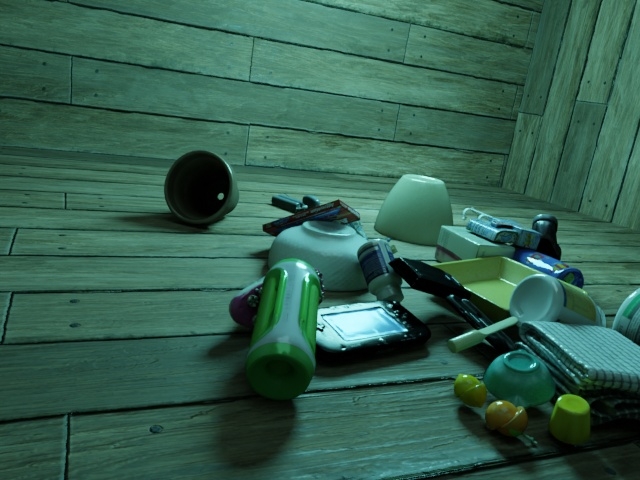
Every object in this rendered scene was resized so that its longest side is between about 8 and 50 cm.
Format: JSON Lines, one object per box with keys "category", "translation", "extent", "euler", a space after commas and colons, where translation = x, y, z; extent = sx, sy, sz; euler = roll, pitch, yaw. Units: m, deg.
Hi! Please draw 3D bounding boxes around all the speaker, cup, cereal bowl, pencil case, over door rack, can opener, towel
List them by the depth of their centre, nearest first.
{"category": "speaker", "translation": [-0.065, 0.157, 1.071], "extent": [0.131, 0.131, 0.297], "euler": [8, 31, -2]}
{"category": "towel", "translation": [0.563, 0.269, 1.145], "extent": [0.234, 0.122, 0.284], "euler": [8, 14, -10]}
{"category": "cereal bowl", "translation": [0.016, 0.027, 1.674], "extent": [0.338, 0.141, 0.339], "euler": [8, 14, -2]}
{"category": "pencil case", "translation": [0.704, 0.107, 1.800], "extent": [0.119, 0.133, 0.306], "euler": [-28, 23, -8]}
{"category": "cup", "translation": [0.403, -0.139, 2.310], "extent": [0.330, 0.237, 0.331], "euler": [8, 15, -2]}
{"category": "over door rack", "translation": [0.792, -0.030, 2.412], "extent": [0.324, 0.108, 0.239], "euler": [17, 10, -26]}
{"category": "can opener", "translation": [-0.095, -0.163, 2.415], "extent": [0.280, 0.093, 0.074], "euler": [15, 17, 40]}

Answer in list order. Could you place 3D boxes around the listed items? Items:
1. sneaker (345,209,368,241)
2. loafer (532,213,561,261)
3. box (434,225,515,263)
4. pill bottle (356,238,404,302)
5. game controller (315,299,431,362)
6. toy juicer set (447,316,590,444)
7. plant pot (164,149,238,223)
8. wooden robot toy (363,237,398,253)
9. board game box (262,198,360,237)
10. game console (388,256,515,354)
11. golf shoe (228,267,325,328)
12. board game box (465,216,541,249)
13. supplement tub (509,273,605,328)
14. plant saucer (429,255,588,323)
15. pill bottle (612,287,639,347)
{"category": "sneaker", "translation": [0.109, -0.049, 1.956], "extent": [0.110, 0.122, 0.283], "euler": [12, -3, 23]}
{"category": "loafer", "translation": [0.779, 0.033, 1.956], "extent": [0.108, 0.303, 0.095], "euler": [1, 54, 25]}
{"category": "box", "translation": [0.518, 0.044, 1.911], "extent": [0.148, 0.127, 0.232], "euler": [5, 16, -22]}
{"category": "pill bottle", "translation": [0.163, 0.089, 1.496], "extent": [0.094, 0.094, 0.170], "euler": [1, 53, -26]}
{"category": "game controller", "translation": [0.094, 0.195, 1.245], "extent": [0.318, 0.067, 0.166], "euler": [-3, 19, -35]}
{"category": "toy juicer set", "translation": [0.349, 0.272, 1.088], "extent": [0.209, 0.090, 0.329], "euler": [-6, 25, -5]}
{"category": "plant pot", "translation": [-0.404, -0.176, 2.060], "extent": [0.262, 0.263, 0.229], "euler": [12, -4, 13]}
{"category": "wooden robot toy", "translation": [0.171, 0.039, 1.905], "extent": [0.173, 0.076, 0.079], "euler": [2, -19, -24]}
{"category": "board game box", "translation": [-0.029, -0.058, 1.787], "extent": [0.281, 0.027, 0.145], "euler": [-17, -22, 26]}
{"category": "game console", "translation": [0.330, 0.155, 1.378], "extent": [0.213, 0.044, 0.361], "euler": [18, 20, -37]}
{"category": "golf shoe", "translation": [-0.119, 0.136, 1.306], "extent": [0.140, 0.116, 0.306], "euler": [0, 6, 35]}
{"category": "board game box", "translation": [0.630, -0.029, 1.894], "extent": [0.194, 0.060, 0.194], "euler": [6, 14, -28]}
{"category": "supplement tub", "translation": [0.574, 0.176, 1.356], "extent": [0.199, 0.145, 0.144], "euler": [24, 7, -26]}
{"category": "plant saucer", "translation": [0.519, 0.145, 1.604], "extent": [0.332, 0.081, 0.332], "euler": [-5, 19, -29]}
{"category": "pill bottle", "translation": [0.838, 0.246, 1.203], "extent": [0.204, 0.205, 0.361], "euler": [3, 16, -19]}
